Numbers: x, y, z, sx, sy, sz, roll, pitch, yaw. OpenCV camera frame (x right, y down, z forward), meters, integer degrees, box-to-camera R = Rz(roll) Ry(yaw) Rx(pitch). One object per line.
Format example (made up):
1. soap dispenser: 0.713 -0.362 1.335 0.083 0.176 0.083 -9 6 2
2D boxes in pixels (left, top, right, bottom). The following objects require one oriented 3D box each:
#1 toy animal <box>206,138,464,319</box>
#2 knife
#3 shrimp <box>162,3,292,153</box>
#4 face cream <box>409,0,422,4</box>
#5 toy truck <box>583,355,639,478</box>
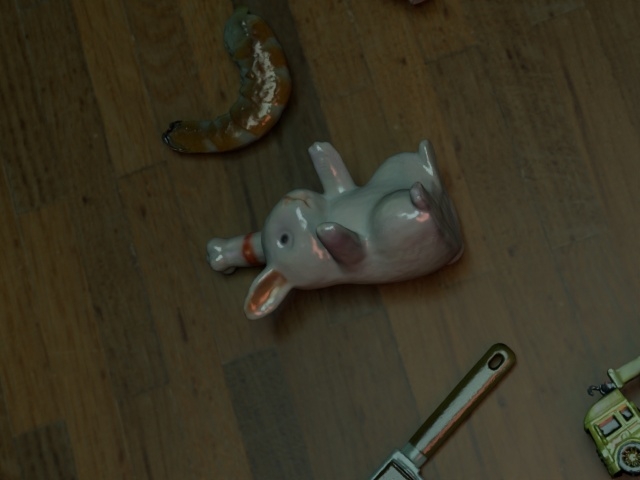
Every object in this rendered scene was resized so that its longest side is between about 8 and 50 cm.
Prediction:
1. toy animal: 0.004 -0.012 1.579 0.282 0.138 0.140 -8 37 7
2. knife: 0.088 0.244 1.548 0.061 0.027 0.343 42 87 16
3. shrimp: -0.113 -0.174 1.712 0.166 0.049 0.161 -25 72 14
4. face cream: 0.058 -0.360 1.703 0.075 0.075 0.229 -33 70 3
5. toy truck: 0.335 0.155 1.487 0.169 0.077 0.100 -35 72 3
